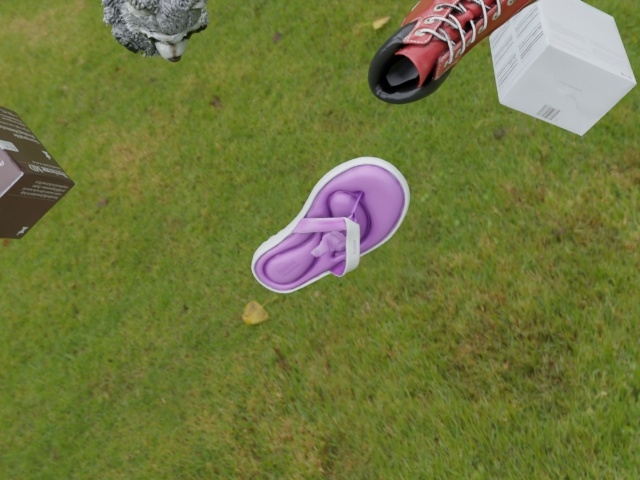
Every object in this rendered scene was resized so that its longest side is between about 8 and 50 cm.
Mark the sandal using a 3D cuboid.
[{"bbox_3d":[0.013,0.008,1.196,0.416,0.169,0.102,-43,22,42],"label":"sandal"}]

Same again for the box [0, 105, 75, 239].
[{"bbox_3d":[-0.612,-0.131,1.200,0.167,0.168,0.203,-43,82,6],"label":"box"}]

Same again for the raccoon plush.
[{"bbox_3d":[-0.384,-0.575,1.337,0.216,0.446,0.299,-33,9,-13],"label":"raccoon plush"}]

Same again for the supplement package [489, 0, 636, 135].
[{"bbox_3d":[0.448,-0.343,1.225,0.194,0.149,0.203,18,51,-16],"label":"supplement package"}]

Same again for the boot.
[{"bbox_3d":[0.147,-0.213,0.558,0.244,0.088,0.176,-35,13,43],"label":"boot"}]
